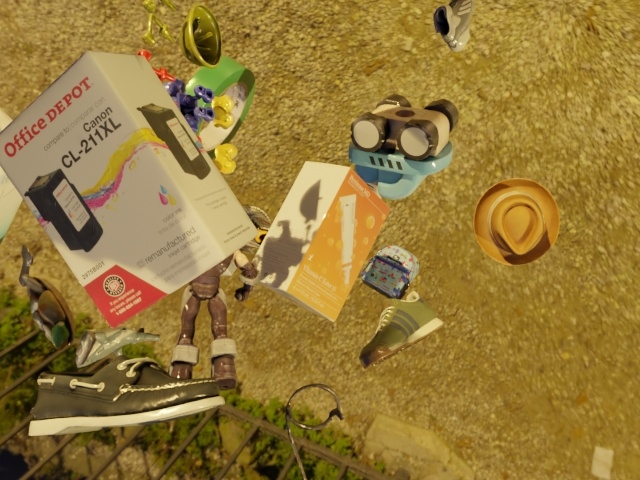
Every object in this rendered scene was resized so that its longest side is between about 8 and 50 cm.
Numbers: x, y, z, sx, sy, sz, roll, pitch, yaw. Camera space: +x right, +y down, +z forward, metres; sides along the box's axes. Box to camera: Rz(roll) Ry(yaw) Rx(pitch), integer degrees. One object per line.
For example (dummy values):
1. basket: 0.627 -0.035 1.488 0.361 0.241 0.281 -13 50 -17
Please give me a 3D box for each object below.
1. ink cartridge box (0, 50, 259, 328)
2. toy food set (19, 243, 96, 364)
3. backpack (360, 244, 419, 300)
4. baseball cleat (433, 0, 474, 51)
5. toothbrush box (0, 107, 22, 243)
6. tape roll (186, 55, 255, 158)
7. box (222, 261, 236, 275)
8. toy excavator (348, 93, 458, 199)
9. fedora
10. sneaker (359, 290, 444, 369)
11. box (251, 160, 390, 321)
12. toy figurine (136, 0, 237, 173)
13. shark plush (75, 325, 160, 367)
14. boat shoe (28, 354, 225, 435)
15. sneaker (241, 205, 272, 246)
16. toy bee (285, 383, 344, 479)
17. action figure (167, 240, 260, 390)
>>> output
1. ink cartridge box: -0.155 -0.039 0.421 0.127 0.072 0.175 -31 96 21
2. toy food set: -0.436 0.114 0.835 0.192 0.038 0.132 49 135 9
3. backpack: 0.234 0.093 1.715 0.158 0.117 0.173 32 79 20
4. baseball cleat: 0.335 -0.573 1.319 0.109 0.206 0.072 28 145 -35
5. toothbrush box: -0.514 -0.032 0.662 0.126 0.216 0.295 47 127 -5
6. tape roll: -0.315 -0.377 1.547 0.077 0.321 0.321 33 122 6
7. box: -0.269 0.011 1.034 0.186 0.038 0.145 -7 127 34
8. toy excavator: 0.184 -0.206 1.631 0.432 0.222 0.445 15 127 26
9. fedora: 0.421 -0.034 1.126 0.194 0.079 0.194 3 103 13
10. sneaker: 0.119 0.140 0.873 0.086 0.192 0.064 58 137 17
11. box: 0.000 0.000 1.376 0.168 0.345 0.215 16 165 44
12. toy figurine: -0.304 -0.256 0.994 0.217 0.191 0.363 -18 71 40
13. shark plush: -0.413 0.209 1.072 0.073 0.161 0.067 -7 88 44
14. boat shoe: -0.260 0.194 0.679 0.302 0.114 0.091 -13 72 19
15. sneaker: -0.195 -0.039 1.707 0.225 0.092 0.088 35 105 14
16. toy bee: -0.043 0.334 0.564 0.195 0.162 0.298 -9 117 -12
17. action figure: -0.184 0.087 0.827 0.185 0.285 0.099 4 156 -13
